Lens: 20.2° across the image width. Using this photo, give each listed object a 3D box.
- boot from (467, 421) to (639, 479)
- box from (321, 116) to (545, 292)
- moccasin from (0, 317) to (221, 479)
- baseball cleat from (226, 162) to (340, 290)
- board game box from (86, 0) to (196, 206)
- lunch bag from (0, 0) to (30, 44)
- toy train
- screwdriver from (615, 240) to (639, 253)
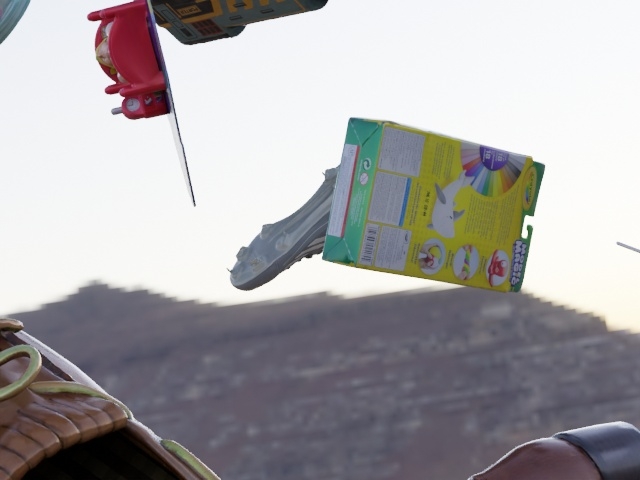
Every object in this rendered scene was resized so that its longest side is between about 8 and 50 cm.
[{"bbox_3d":[0.106,0.265,1.089,0.280,0.264,0.096,-14,4,-26],"label":"boot"},{"bbox_3d":[0.087,-0.023,1.278,0.179,0.105,0.043,11,1,-40],"label":"box"},{"bbox_3d":[-0.139,0.124,0.848,0.139,0.380,0.147,-48,-15,-14],"label":"moccasin"},{"bbox_3d":[0.000,0.000,1.955,0.206,0.109,0.072,-41,34,7],"label":"baseball cleat"},{"bbox_3d":[-0.099,-0.094,0.928,0.033,0.133,0.169,-14,-37,-5],"label":"board game box"},{"bbox_3d":[-0.359,-0.253,1.630,0.108,0.224,0.279,26,-28,-39],"label":"lunch bag"},{"bbox_3d":[-0.103,-0.337,2.153,0.334,0.142,0.190,-7,-36,41],"label":"toy train"},{"bbox_3d":[0.323,0.013,1.796,0.025,0.024,0.170,5,7,-17],"label":"screwdriver"}]
